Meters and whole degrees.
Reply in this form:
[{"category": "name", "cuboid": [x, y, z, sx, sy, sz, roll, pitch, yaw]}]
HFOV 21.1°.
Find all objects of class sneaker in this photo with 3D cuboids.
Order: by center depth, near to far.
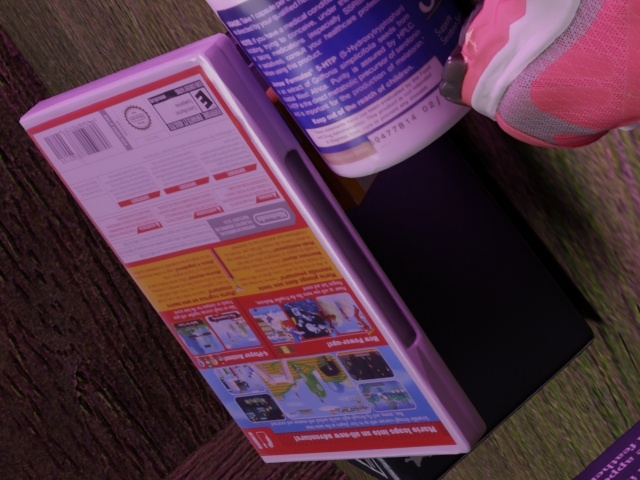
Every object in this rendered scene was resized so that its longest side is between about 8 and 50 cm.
[{"category": "sneaker", "cuboid": [0.129, -0.076, 0.603, 0.136, 0.116, 0.314, 38, 172, 9]}]

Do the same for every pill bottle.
[{"category": "pill bottle", "cuboid": [0.001, -0.138, 0.932, 0.187, 0.112, 0.112, 53, 170, -20]}]

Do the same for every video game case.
[{"category": "video game case", "cuboid": [-0.045, 0.018, 1.036, 0.204, 0.025, 0.285, -12, 118, 50]}]

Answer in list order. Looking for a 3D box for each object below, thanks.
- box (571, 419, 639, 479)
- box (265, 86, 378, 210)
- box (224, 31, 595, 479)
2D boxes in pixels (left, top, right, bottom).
[{"category": "box", "cuboid": [0.222, 0.231, 0.739, 0.212, 0.293, 0.395, 51, 175, -11]}, {"category": "box", "cuboid": [0.015, -0.086, 1.039, 0.028, 0.136, 0.081, -23, 113, 36]}, {"category": "box", "cuboid": [0.000, 0.000, 1.237, 0.296, 0.183, 0.294, 52, 170, -13]}]
